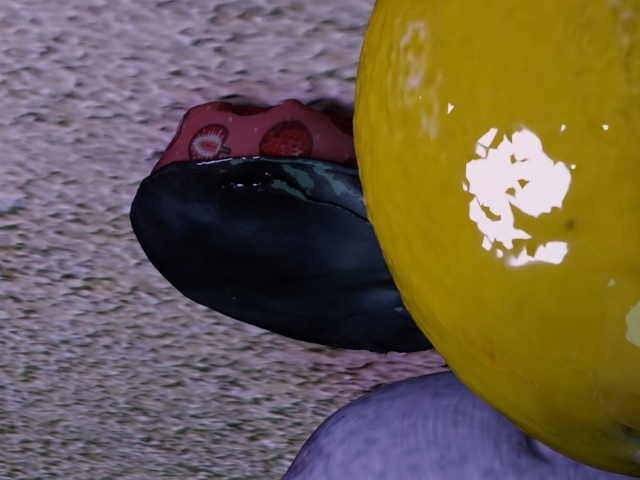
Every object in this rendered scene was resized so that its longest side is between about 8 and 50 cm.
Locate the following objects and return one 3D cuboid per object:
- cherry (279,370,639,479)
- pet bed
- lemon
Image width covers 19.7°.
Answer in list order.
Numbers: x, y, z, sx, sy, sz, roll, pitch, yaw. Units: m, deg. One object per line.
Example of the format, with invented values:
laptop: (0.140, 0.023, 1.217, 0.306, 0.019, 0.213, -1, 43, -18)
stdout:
cherry: (0.109, 0.195, 1.042, 0.296, 0.218, 0.255, 26, 136, 3)
pet bed: (0.000, 0.000, 0.914, 0.201, 0.053, 0.201, 11, 152, 6)
lemon: (0.129, -0.021, 0.635, 0.240, 0.219, 0.240, 7, 151, 4)
